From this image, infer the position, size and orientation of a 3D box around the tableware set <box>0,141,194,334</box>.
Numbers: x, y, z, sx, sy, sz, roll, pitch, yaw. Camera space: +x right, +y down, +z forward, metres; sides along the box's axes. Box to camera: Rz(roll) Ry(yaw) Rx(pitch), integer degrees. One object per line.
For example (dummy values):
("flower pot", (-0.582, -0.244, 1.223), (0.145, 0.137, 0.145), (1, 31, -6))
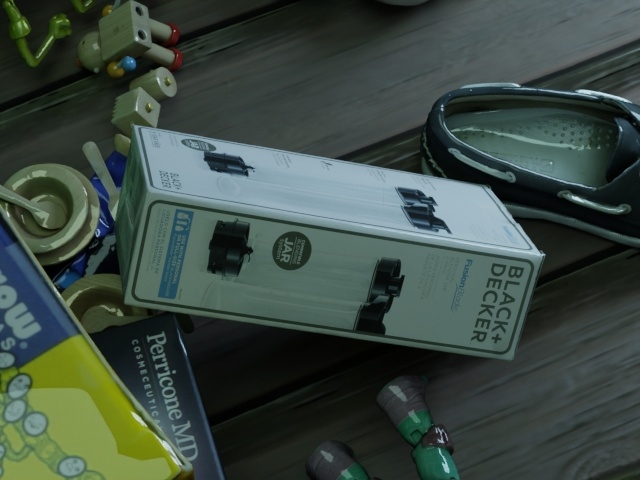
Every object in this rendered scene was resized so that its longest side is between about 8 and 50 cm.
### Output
("tableware set", (-0.193, 0.018, 1.299), (0.128, 0.039, 0.194), (-29, 69, -6))

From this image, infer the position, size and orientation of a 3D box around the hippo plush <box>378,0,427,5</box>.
("hippo plush", (0.069, -0.356, 1.415), (0.294, 0.236, 0.234), (-38, 70, -16))

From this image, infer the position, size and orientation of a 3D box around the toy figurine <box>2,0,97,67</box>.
("toy figurine", (-0.256, -0.340, 1.494), (0.217, 0.191, 0.362), (17, 61, 40))

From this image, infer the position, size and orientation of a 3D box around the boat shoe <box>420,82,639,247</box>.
("boat shoe", (0.231, -0.063, 1.355), (0.303, 0.091, 0.114), (3, 65, 2))

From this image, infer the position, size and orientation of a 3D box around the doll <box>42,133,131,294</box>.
("doll", (-0.186, 0.008, 1.349), (0.129, 0.046, 0.189), (25, 73, 10))

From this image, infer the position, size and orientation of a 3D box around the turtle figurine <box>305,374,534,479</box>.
("turtle figurine", (0.100, 0.215, 1.217), (0.175, 0.118, 0.234), (-33, 63, -14))

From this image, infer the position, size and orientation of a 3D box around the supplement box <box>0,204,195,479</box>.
("supplement box", (-0.191, 0.153, 0.909), (0.195, 0.356, 0.194), (-34, 70, -15))

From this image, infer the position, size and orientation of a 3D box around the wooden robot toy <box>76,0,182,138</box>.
("wooden robot toy", (-0.169, -0.156, 1.430), (0.079, 0.076, 0.173), (-22, 61, 29))

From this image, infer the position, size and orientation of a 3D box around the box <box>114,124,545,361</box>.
("box", (0.000, 0.000, 1.242), (0.290, 0.169, 0.087), (8, 108, -14))

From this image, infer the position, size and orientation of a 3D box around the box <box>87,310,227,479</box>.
("box", (-0.195, 0.242, 1.165), (0.294, 0.182, 0.296), (-16, 66, -8))
